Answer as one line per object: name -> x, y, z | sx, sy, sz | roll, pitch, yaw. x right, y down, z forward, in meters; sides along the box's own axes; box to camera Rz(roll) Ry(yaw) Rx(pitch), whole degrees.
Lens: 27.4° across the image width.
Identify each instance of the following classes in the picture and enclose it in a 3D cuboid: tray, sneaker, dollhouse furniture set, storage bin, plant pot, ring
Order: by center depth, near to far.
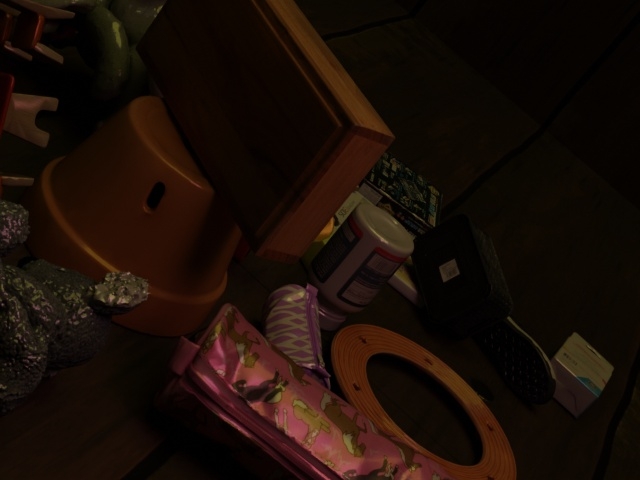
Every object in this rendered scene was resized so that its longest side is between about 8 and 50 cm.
dollhouse furniture set -> -0.434, -0.166, 1.561 | 0.135, 0.262, 0.259 | 14, -1, -42
tray -> -0.085, -0.187, 1.623 | 0.076, 0.203, 0.411 | 13, 34, -44
plant pot -> -0.215, -0.049, 1.696 | 0.291, 0.203, 0.291 | 31, 24, -16
ring -> 0.146, 0.251, 1.909 | 0.336, 0.032, 0.336 | 33, 24, -17
storage bin -> 0.236, 0.062, 2.222 | 0.084, 0.122, 0.180 | 37, 31, -46
sneaker -> 0.344, 0.184, 2.264 | 0.097, 0.084, 0.235 | 14, 33, -47

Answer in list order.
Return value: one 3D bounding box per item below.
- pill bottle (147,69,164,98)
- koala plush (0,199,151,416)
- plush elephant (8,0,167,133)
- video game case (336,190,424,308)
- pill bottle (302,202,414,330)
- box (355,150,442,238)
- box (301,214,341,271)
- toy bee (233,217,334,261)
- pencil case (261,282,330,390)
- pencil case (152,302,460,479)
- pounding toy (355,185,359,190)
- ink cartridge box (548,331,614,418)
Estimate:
pill bottle -> -0.148, -0.253, 1.987 | 0.181, 0.181, 0.323 | 38, 9, -3
koala plush -> -0.301, 0.085, 1.360 | 0.221, 0.196, 0.203 | 3, 53, -55
plush elephant -> -0.358, -0.335, 1.970 | 0.255, 0.330, 0.272 | 16, 34, -7
video game case -> 0.113, 0.009, 2.318 | 0.227, 0.026, 0.206 | 39, 23, 0
pill bottle -> 0.045, 0.043, 1.947 | 0.108, 0.180, 0.108 | 33, 23, -16
box -> 0.149, -0.089, 2.521 | 0.175, 0.051, 0.220 | 36, 23, -8
box -> 0.000, 0.000, 2.120 | 0.087, 0.058, 0.232 | 18, 31, -41
toy bee -> -0.046, -0.081, 1.869 | 0.195, 0.298, 0.162 | 51, 57, -17
pencil case -> -0.034, 0.143, 1.764 | 0.086, 0.088, 0.206 | 31, 23, -24
pencil case -> -0.015, 0.238, 1.529 | 0.386, 0.167, 0.160 | 38, 55, -1
pounding toy -> 0.010, -0.171, 2.375 | 0.181, 0.094, 0.206 | 31, 22, 5
ink cartridge box -> 0.458, 0.239, 2.363 | 0.104, 0.061, 0.181 | 43, 23, 9
